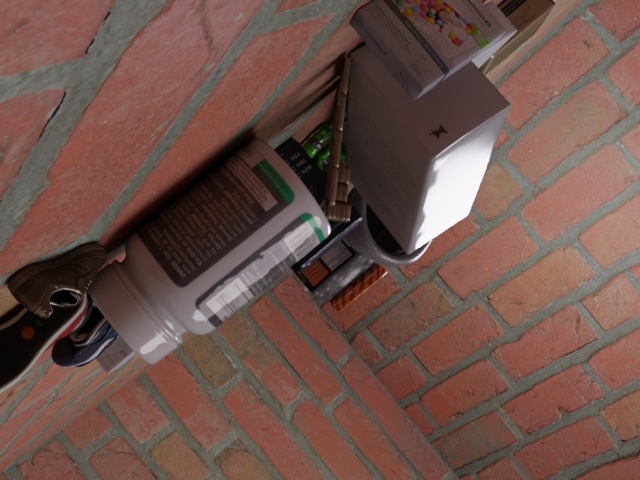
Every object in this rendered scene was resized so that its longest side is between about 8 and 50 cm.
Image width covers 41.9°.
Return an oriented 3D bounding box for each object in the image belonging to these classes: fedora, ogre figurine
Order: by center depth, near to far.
[{"bbox_3d":[0.004,-0.162,1.746,0.118,0.096,0.197,-33,171,10],"label":"ogre figurine"},{"bbox_3d":[0.140,-0.069,1.854,0.124,0.244,0.275,-6,-129,51],"label":"fedora"}]

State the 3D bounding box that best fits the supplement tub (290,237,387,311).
[{"bbox_3d":[0.000,0.000,1.958,0.194,0.316,0.193,-39,177,-3],"label":"supplement tub"}]

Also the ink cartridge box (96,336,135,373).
[{"bbox_3d":[-0.385,0.162,1.703,0.198,0.115,0.067,-41,176,8],"label":"ink cartridge box"}]

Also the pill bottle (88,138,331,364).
[{"bbox_3d":[-0.179,0.020,1.343,0.361,0.204,0.204,-38,176,-6],"label":"pill bottle"}]

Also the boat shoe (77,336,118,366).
[{"bbox_3d":[-0.428,0.173,1.633,0.206,0.075,0.065,-47,-163,7],"label":"boat shoe"}]

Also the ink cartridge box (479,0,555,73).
[{"bbox_3d":[0.444,-0.504,2.026,0.193,0.088,0.234,-41,175,0],"label":"ink cartridge box"}]

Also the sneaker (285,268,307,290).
[{"bbox_3d":[-0.105,0.077,2.624,0.137,0.210,0.366,-35,174,-44],"label":"sneaker"}]

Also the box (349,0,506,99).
[{"bbox_3d":[0.156,-0.305,1.197,0.186,0.145,0.038,-37,176,-27],"label":"box"}]

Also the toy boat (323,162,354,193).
[{"bbox_3d":[0.128,-0.143,2.089,0.318,0.268,0.148,48,49,-55],"label":"toy boat"}]

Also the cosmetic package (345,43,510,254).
[{"bbox_3d":[0.172,-0.173,1.511,0.162,0.230,0.453,-33,163,-10],"label":"cosmetic package"}]

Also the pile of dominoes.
[{"bbox_3d":[0.040,-0.156,1.386,0.196,0.040,0.251,148,-52,-87],"label":"pile of dominoes"}]

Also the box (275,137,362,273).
[{"bbox_3d":[-0.047,-0.063,1.594,0.153,0.207,0.108,-39,176,-10],"label":"box"}]

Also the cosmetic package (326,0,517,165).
[{"bbox_3d":[0.213,-0.329,1.807,0.284,0.097,0.377,-33,173,-41],"label":"cosmetic package"}]

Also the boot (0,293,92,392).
[{"bbox_3d":[-0.456,0.162,1.295,0.244,0.088,0.176,-42,178,-15],"label":"boot"}]

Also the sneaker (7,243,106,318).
[{"bbox_3d":[-0.352,0.061,1.166,0.066,0.071,0.188,-41,175,26],"label":"sneaker"}]

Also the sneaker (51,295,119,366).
[{"bbox_3d":[-0.443,0.171,1.531,0.226,0.086,0.163,-33,171,18],"label":"sneaker"}]
